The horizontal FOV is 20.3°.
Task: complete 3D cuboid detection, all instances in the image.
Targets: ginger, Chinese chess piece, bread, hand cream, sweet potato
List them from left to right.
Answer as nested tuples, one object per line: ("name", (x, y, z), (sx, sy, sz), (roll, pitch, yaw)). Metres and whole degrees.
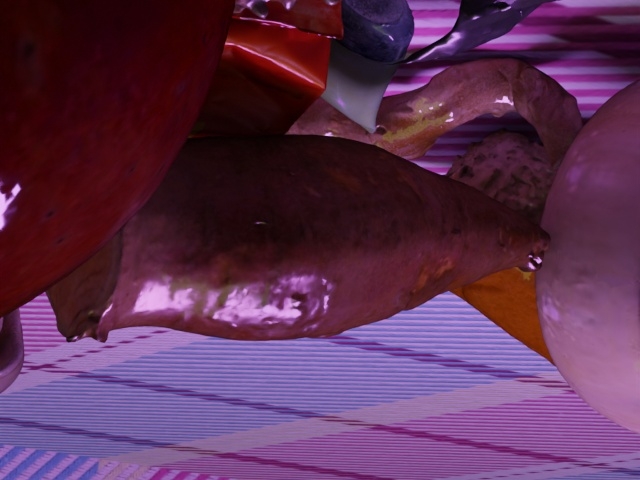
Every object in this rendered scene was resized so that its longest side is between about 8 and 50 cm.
("sweet potato", (0.000, -0.003, 1.049), (0.337, 0.131, 0.131), (0, 167, -23))
("hand cream", (0.015, -0.125, 1.143), (0.095, 0.046, 0.175), (36, 164, 0))
("ginger", (0.053, -0.083, 1.256), (0.288, 0.075, 0.089), (0, 156, 25))
("bread", (0.177, 0.018, 1.367), (0.245, 0.121, 0.174), (33, 157, -7))
("Chinese chess piece", (0.258, 0.009, 1.200), (0.257, 0.257, 0.104), (18, 178, -42))

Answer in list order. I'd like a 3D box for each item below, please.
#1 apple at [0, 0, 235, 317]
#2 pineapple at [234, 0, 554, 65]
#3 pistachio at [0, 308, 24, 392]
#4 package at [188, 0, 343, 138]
("apple", (-0.211, -0.084, 0.538), (0.329, 0.295, 0.365), (44, 155, -5))
("pineapple", (0.069, -0.159, 0.811), (0.364, 0.165, 0.165), (7, 164, -10))
("pistachio", (-0.416, 0.089, 1.718), (0.332, 0.207, 0.226), (3, -150, 31))
("package", (-0.129, -0.099, 1.132), (0.196, 0.123, 0.423), (6, 164, -15))
